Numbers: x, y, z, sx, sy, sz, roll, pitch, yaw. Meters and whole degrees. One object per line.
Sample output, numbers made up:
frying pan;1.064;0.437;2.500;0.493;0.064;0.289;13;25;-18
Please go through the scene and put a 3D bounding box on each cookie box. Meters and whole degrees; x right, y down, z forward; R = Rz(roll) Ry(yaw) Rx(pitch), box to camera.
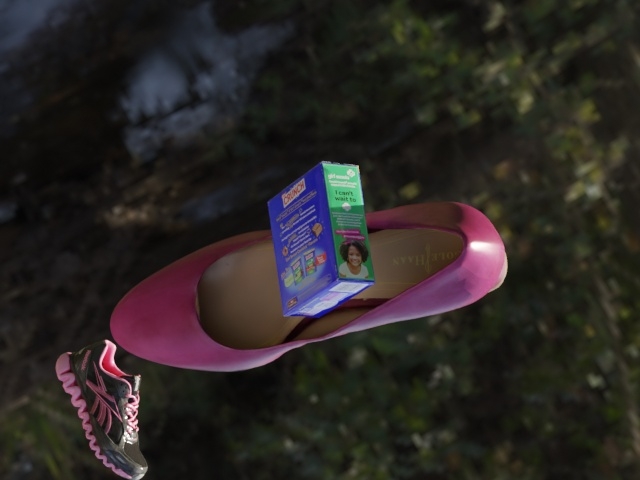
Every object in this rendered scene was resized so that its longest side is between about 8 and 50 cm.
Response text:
cookie box;0.000;0.000;1.507;0.040;0.107;0.092;5;157;-33

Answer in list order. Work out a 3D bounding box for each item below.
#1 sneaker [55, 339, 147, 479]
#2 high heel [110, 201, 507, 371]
sneaker;-0.164;0.133;1.428;0.057;0.119;0.047;-31;169;11
high heel;-0.026;0.033;1.557;0.377;0.127;0.181;-15;170;11
